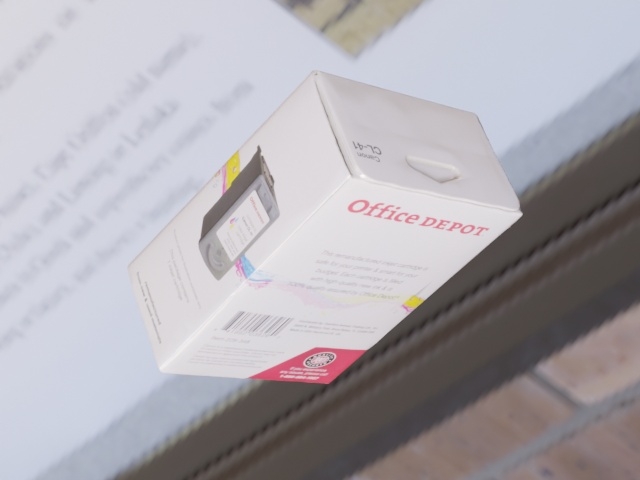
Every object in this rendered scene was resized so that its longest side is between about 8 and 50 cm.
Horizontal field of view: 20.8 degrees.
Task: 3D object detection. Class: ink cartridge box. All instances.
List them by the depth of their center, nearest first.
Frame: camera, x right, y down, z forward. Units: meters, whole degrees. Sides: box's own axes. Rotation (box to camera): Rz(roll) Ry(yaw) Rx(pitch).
[{"bbox_3d":[0.000,0.000,1.629,0.306,0.226,0.131,-45,53,33],"label":"ink cartridge box"}]
